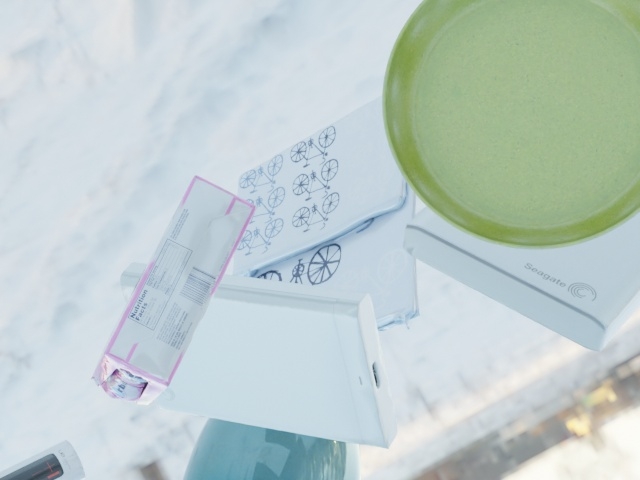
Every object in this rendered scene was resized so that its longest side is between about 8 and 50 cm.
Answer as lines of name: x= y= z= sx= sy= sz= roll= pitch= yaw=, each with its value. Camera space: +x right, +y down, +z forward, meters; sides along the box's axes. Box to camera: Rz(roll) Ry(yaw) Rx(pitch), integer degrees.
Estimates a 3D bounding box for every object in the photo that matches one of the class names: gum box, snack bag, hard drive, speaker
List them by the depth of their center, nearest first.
gum box: x=-0.130 y=0.050 z=1.363 sx=0.188 sy=0.062 sz=0.107 roll=-65 pitch=-174 yaw=-20
hard drive: x=0.280 y=-0.044 z=1.662 sx=0.353 sy=0.233 sz=0.047 roll=-41 pitch=149 yaw=-39
hard drive: x=-0.071 y=0.131 z=1.801 sx=0.307 sy=0.203 sz=0.040 roll=6 pitch=-143 yaw=27
speaker: x=-0.356 y=0.294 z=1.906 sx=0.136 sy=0.055 sz=0.055 roll=-24 pitch=171 yaw=-23
snack bag: x=0.000 y=0.000 z=2.065 sx=0.323 sy=0.343 sz=0.037 roll=-25 pitch=142 yaw=38

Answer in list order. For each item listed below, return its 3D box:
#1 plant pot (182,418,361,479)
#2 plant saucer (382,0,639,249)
plant pot: x=-0.061 y=0.312 z=2.257 sx=0.271 sy=0.255 sz=0.272 roll=12 pitch=163 yaw=4
plant saucer: x=0.169 y=-0.108 z=1.236 sx=0.241 sy=0.241 sz=0.037 roll=-28 pitch=168 yaw=2
